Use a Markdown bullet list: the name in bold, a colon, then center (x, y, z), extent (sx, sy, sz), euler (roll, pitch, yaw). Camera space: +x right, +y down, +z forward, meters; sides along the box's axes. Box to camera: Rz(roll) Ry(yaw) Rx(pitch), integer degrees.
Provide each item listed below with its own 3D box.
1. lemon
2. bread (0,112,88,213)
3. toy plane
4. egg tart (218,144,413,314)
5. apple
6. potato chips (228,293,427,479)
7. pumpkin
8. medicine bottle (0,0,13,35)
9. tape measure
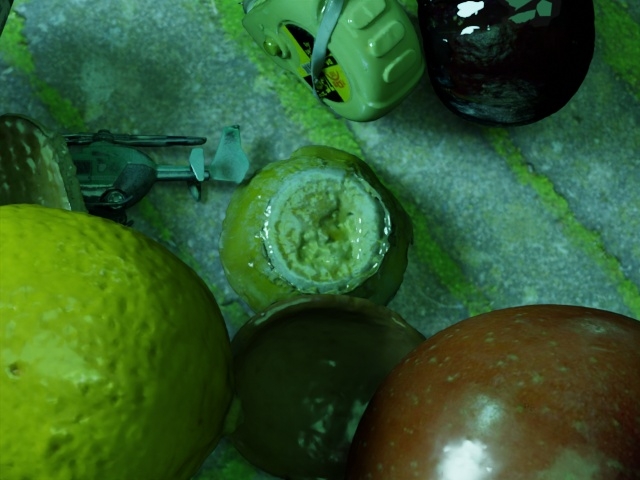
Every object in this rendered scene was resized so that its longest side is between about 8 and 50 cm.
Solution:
- **lemon**: center (-0.212, 0.092, 0.896), extent (0.319, 0.245, 0.245), euler (16, 75, -7)
- **bread**: center (-0.292, 0.038, 1.046), extent (0.207, 0.056, 0.287), euler (-10, 92, 4)
- **toy plane**: center (-0.183, -0.062, 1.118), extent (0.235, 0.060, 0.096), euler (-1, 65, -9)
- **egg tart**: center (0.000, 0.000, 1.134), extent (0.197, 0.078, 0.197), euler (2, 82, -10)
- **apple**: center (0.194, 0.218, 1.016), extent (0.348, 0.277, 0.349), euler (-13, 110, -40)
- **potato chips**: center (0.004, 0.131, 1.107), extent (0.208, 0.062, 0.195), euler (-21, 106, -11)
- **pumpkin**: center (0.174, -0.226, 1.142), extent (0.163, 0.233, 0.233), euler (-7, 80, 2)
- **medicine bottle**: center (-0.359, -0.105, 0.960), extent (0.141, 0.141, 0.293), euler (18, 74, -9)
- **tape measure**: center (0.020, -0.198, 1.124), extent (0.106, 0.200, 0.175), euler (-44, 99, -18)
